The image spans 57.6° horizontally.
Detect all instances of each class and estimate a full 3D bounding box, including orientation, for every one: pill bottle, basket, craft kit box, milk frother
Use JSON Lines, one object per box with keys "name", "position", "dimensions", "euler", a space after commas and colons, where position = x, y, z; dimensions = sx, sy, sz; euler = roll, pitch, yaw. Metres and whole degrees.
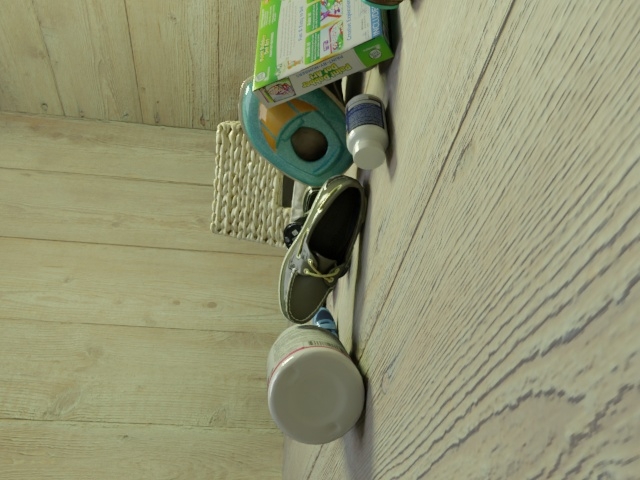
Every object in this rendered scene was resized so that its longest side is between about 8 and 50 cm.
{"name": "pill bottle", "position": [-0.019, 0.245, 1.071], "dimensions": [0.283, 0.160, 0.160], "euler": [-151, 65, -84]}
{"name": "basket", "position": [-0.134, -0.165, 1.642], "dimensions": [0.331, 0.266, 0.328], "euler": [-61, -22, -76]}
{"name": "craft kit box", "position": [0.001, -0.376, 1.023], "dimensions": [0.061, 0.247, 0.249], "euler": [46, -143, -49]}
{"name": "milk frother", "position": [0.018, -0.004, 1.252], "dimensions": [0.135, 0.129, 0.143], "euler": [-40, -67, -48]}
{"name": "pill bottle", "position": [0.074, -0.172, 0.929], "dimensions": [0.067, 0.067, 0.120], "euler": [102, 170, -51]}

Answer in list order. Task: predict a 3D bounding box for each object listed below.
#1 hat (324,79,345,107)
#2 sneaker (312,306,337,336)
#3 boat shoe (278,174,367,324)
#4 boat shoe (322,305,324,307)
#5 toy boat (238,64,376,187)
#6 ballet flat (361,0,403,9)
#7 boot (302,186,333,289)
{"name": "hat", "position": [-0.031, -0.392, 1.343], "dimensions": [0.331, 0.134, 0.331], "euler": [-13, -90, -88]}
{"name": "sneaker", "position": [0.015, 0.214, 1.292], "dimensions": [0.059, 0.053, 0.144], "euler": [106, 159, -64]}
{"name": "boat shoe", "position": [0.002, 0.022, 1.093], "dimensions": [0.091, 0.109, 0.305], "euler": [-140, 70, -76]}
{"name": "boat shoe", "position": [-0.027, 0.179, 1.624], "dimensions": [0.183, 0.065, 0.083], "euler": [108, 167, -61]}
{"name": "toy boat", "position": [-0.006, -0.263, 1.115], "dimensions": [0.318, 0.267, 0.148], "euler": [-49, 16, 19]}
{"name": "ballet flat", "position": [0.076, -0.484, 0.896], "dimensions": [0.342, 0.116, 0.124], "euler": [-99, 18, -44]}
{"name": "boot", "position": [0.002, 0.001, 1.411], "dimensions": [0.178, 0.085, 0.236], "euler": [-96, 6, -50]}
